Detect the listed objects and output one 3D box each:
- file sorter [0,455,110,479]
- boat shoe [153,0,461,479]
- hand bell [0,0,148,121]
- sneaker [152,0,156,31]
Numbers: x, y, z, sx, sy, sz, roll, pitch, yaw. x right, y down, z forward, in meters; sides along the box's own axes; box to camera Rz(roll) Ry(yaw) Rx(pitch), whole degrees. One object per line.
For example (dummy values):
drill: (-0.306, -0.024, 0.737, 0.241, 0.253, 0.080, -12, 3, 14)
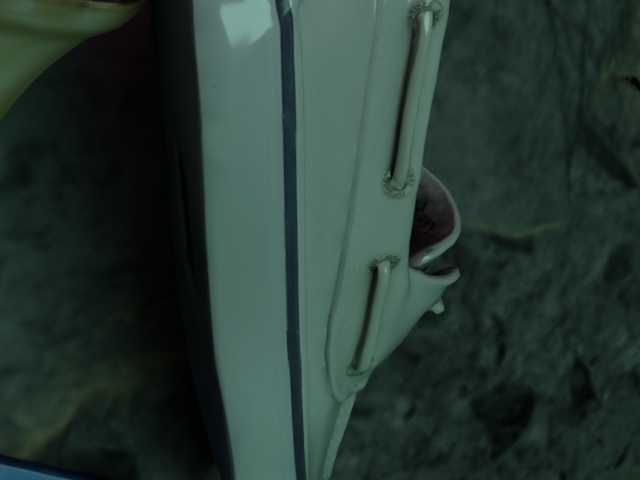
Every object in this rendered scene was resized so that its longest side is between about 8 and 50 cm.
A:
file sorter: (-0.113, 0.168, 0.486, 0.118, 0.104, 0.170, 22, 92, -40)
boat shoe: (0.000, 0.000, 0.471, 0.088, 0.096, 0.267, -11, 133, -10)
hand bell: (-0.152, 0.015, 0.426, 0.126, 0.126, 0.242, 11, 112, -38)
sneaker: (-0.009, -0.135, 0.480, 0.086, 0.064, 0.192, -13, 110, -27)
